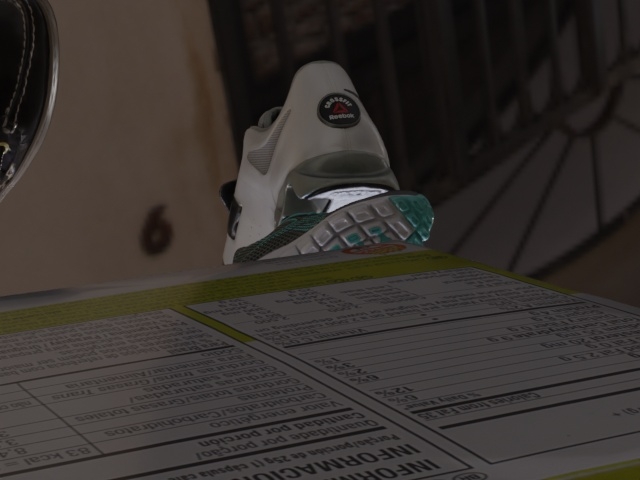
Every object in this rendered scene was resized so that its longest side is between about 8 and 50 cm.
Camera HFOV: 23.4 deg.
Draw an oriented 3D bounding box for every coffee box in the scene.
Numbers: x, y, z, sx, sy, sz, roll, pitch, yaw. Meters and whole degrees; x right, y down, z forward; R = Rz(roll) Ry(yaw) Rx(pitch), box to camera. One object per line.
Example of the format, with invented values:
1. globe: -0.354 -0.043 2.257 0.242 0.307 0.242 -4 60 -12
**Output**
1. coffee box: -0.031 0.204 0.559 0.338 0.337 0.334 -7 -168 -27

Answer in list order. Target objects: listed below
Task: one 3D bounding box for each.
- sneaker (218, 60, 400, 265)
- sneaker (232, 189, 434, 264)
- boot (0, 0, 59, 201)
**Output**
1. sneaker: -0.019 -0.029 1.301 0.122 0.330 0.146 -1 -117 -21
2. sneaker: 0.000 0.000 1.095 0.166 0.065 0.076 -25 -148 12
3. boot: -0.396 -0.078 1.473 0.138 0.377 0.284 30 -168 8
